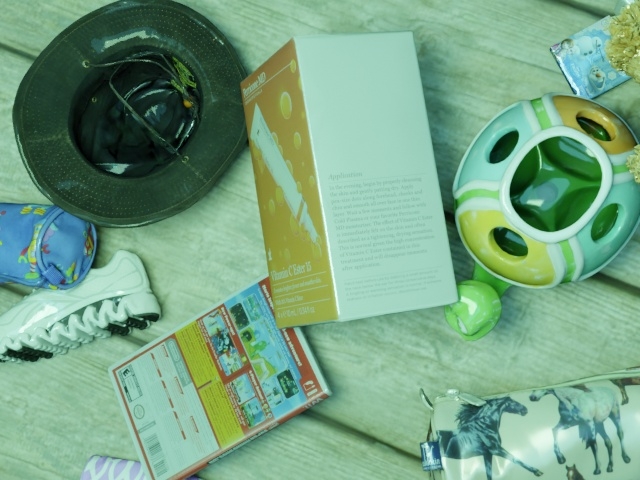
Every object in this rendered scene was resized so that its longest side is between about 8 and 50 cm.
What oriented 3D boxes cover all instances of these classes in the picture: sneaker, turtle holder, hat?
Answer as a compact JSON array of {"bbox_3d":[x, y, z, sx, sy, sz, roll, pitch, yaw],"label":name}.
[{"bbox_3d":[-0.377,0.100,1.510,0.292,0.110,0.118,-17,75,4],"label":"sneaker"},{"bbox_3d":[0.263,-0.047,1.336,0.320,0.227,0.243,-29,86,8],"label":"turtle holder"},{"bbox_3d":[-0.259,-0.167,1.470,0.332,0.134,0.331,1,80,-7],"label":"hat"}]

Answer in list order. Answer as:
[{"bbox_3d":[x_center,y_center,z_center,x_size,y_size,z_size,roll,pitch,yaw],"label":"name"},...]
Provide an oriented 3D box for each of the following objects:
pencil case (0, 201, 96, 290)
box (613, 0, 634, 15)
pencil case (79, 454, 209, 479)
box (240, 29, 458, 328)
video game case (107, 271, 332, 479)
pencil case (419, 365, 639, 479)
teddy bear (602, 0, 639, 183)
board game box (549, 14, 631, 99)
[{"bbox_3d":[-0.469,0.009,1.474,0.306,0.119,0.133,1,59,25],"label":"pencil case"},{"bbox_3d":[0.495,-0.324,1.370,0.170,0.091,0.130,-43,83,7],"label":"box"},{"bbox_3d":[-0.247,0.362,1.486,0.206,0.088,0.086,9,93,8],"label":"pencil case"},{"bbox_3d":[0.029,-0.070,1.349,0.168,0.215,0.345,-7,85,-23],"label":"box"},{"bbox_3d":[-0.146,0.196,1.465,0.285,0.025,0.204,-31,62,8],"label":"video game case"},{"bbox_3d":[0.336,0.247,1.357,0.411,0.160,0.183,-14,102,9],"label":"pencil case"},{"bbox_3d":[0.465,-0.147,1.248,0.245,0.113,0.337,-3,78,-29],"label":"teddy bear"},{"bbox_3d":[0.373,-0.245,1.425,0.090,0.020,0.090,-29,85,7],"label":"board game box"}]
